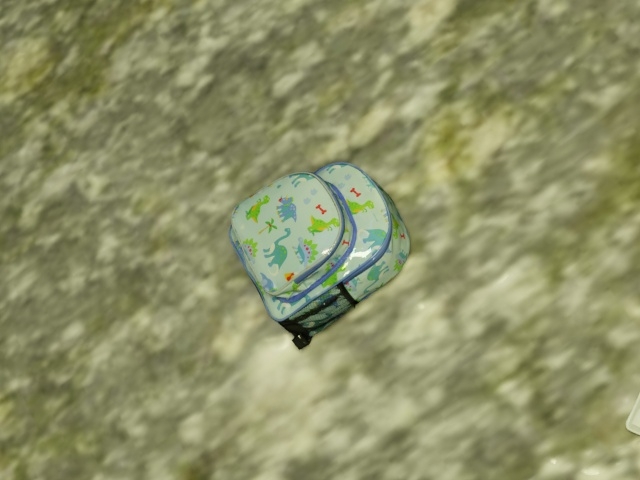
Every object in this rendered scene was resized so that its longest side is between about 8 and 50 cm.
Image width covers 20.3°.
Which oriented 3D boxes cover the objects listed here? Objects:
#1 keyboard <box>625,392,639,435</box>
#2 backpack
[{"bbox_3d":[0.313,0.131,1.099,0.256,0.014,0.072,22,78,33],"label":"keyboard"},{"bbox_3d":[0.000,0.000,1.279,0.114,0.084,0.105,-32,59,7],"label":"backpack"}]
